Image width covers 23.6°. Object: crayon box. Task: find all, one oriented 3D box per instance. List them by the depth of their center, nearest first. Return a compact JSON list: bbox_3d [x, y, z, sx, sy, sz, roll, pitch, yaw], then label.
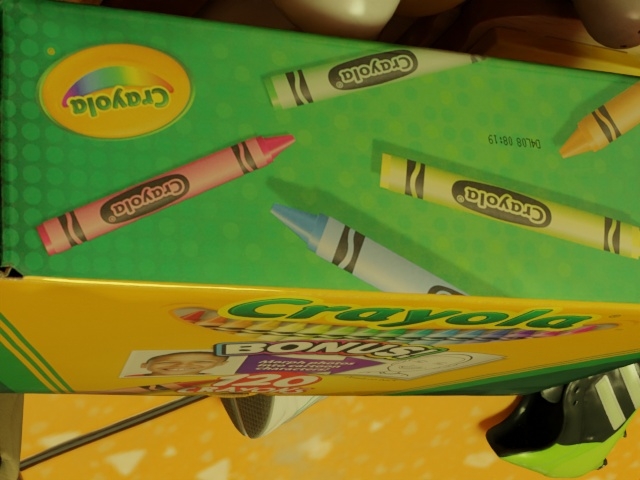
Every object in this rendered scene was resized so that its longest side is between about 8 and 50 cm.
[{"bbox_3d":[0.000,0.000,0.519,0.278,0.081,0.165,4,163,-28],"label":"crayon box"}]

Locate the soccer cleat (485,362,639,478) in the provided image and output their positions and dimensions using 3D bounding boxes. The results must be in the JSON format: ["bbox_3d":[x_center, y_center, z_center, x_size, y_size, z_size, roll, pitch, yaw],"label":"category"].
[{"bbox_3d":[0.150,0.054,0.797,0.072,0.060,0.179,11,120,-31],"label":"soccer cleat"}]

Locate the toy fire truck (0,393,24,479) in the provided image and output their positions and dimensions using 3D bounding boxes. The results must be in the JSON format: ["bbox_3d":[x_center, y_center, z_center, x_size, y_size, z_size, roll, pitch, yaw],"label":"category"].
[{"bbox_3d":[-0.262,0.091,0.570,0.246,0.158,0.217,-36,130,28],"label":"toy fire truck"}]

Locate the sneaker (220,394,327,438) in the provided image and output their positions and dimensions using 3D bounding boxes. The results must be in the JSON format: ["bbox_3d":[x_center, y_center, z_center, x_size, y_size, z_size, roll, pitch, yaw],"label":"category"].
[{"bbox_3d":[0.001,0.034,0.697,0.061,0.054,0.152,-17,156,-33],"label":"sneaker"}]

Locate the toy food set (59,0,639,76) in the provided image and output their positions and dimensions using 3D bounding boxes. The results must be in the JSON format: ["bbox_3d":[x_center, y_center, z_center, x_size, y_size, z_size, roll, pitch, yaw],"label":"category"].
[{"bbox_3d":[0.046,-0.069,0.565,0.306,0.092,0.220,6,150,-31],"label":"toy food set"}]
